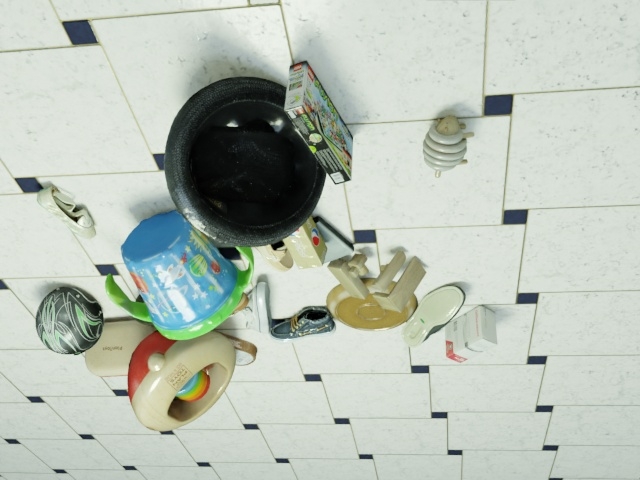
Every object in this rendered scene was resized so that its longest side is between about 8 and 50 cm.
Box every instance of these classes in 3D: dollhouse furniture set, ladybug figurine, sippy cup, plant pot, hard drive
[{"bbox_3d":[0.133,0.069,1.768,0.151,0.123,0.144,6,143,51],"label":"dollhouse furniture set"},{"bbox_3d":[-0.374,0.345,1.959,0.162,0.305,0.449,39,165,19],"label":"ladybug figurine"},{"bbox_3d":[-0.321,0.063,1.673,0.240,0.305,0.224,32,156,47],"label":"sippy cup"},{"bbox_3d":[0.130,0.173,1.914,0.236,0.032,0.236,3,143,2],"label":"plant pot"},{"bbox_3d":[0.000,0.000,1.700,0.094,0.022,0.135,-22,136,31],"label":"hard drive"}]

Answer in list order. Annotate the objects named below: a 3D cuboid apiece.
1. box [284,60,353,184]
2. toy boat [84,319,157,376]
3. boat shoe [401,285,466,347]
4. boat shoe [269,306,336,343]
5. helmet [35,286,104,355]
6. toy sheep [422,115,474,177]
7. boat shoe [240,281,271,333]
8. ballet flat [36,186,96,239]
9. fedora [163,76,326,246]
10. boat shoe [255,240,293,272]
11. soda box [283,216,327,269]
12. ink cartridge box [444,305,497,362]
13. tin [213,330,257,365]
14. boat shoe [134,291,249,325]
[{"bbox_3d":[0.001,-0.208,1.342,0.036,0.114,0.207,-13,141,22],"label":"box"},{"bbox_3d":[-0.534,0.301,2.096,0.230,0.151,0.151,-5,173,14],"label":"toy boat"},{"bbox_3d":[0.293,0.183,1.892,0.079,0.084,0.233,-17,153,-42],"label":"boat shoe"},{"bbox_3d":[-0.054,0.218,1.975,0.183,0.065,0.083,-10,139,10],"label":"boat shoe"},{"bbox_3d":[-0.662,0.212,1.956,0.169,0.170,0.161,-7,159,16],"label":"helmet"},{"bbox_3d":[0.232,-0.172,1.391,0.091,0.091,0.132,4,125,1],"label":"toy sheep"},{"bbox_3d":[-0.168,0.180,1.910,0.075,0.083,0.226,3,144,1],"label":"boat shoe"},{"bbox_3d":[-0.549,-0.059,1.654,0.052,0.057,0.168,-27,134,22],"label":"ballet flat"},{"bbox_3d":[-0.153,-0.147,1.378,0.334,0.334,0.152,37,168,-36],"label":"fedora"},{"bbox_3d":[-0.103,0.015,1.697,0.059,0.063,0.170,-11,141,30],"label":"boat shoe"},{"bbox_3d":[-0.048,-0.022,1.616,0.061,0.058,0.181,-9,129,23],"label":"soda box"},{"bbox_3d":[0.386,0.242,1.922,0.056,0.099,0.135,25,140,-25],"label":"ink cartridge box"},{"bbox_3d":[-0.271,0.310,2.140,0.189,0.040,0.106,22,136,-22],"label":"tin"},{"bbox_3d":[-0.323,0.166,1.875,0.323,0.123,0.120,-10,150,30],"label":"boat shoe"}]
